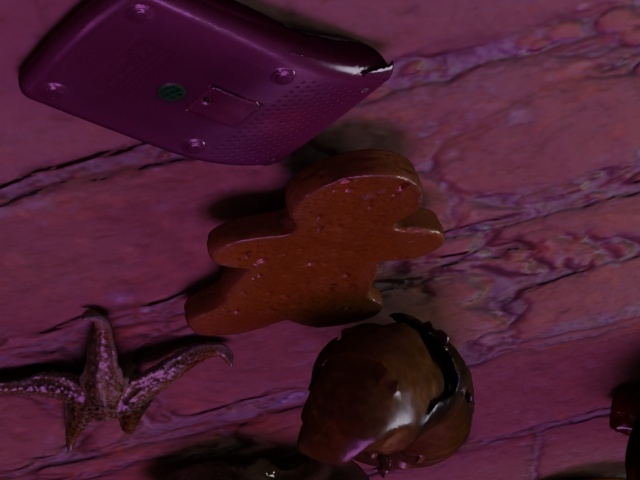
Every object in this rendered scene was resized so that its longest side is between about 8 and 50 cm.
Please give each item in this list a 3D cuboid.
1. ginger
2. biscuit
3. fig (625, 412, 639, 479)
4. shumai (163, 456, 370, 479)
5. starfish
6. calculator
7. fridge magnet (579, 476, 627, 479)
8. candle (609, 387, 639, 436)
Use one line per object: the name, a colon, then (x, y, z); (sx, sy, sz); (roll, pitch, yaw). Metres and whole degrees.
ginger: (0.058, 0.126, 1.343); (0.133, 0.107, 0.309); (-44, 165, 1)
biscuit: (0.000, -0.001, 1.181); (0.165, 0.036, 0.250); (-4, 155, -17)
fig: (0.383, 0.204, 1.508); (0.224, 0.263, 0.224); (-5, -166, 1)
shumai: (-0.043, 0.259, 1.560); (0.153, 0.209, 0.161); (-48, -178, -29)
starfish: (-0.175, 0.114, 1.334); (0.216, 0.050, 0.223); (0, 147, -5)
calculator: (-0.065, -0.089, 0.989); (0.190, 0.034, 0.126); (15, 145, -39)
fridge magnet: (0.276, 0.286, 1.805); (0.143, 0.063, 0.143); (-6, 151, -4)
candle: (0.373, 0.197, 1.685); (0.048, 0.051, 0.329); (-19, 153, 36)
